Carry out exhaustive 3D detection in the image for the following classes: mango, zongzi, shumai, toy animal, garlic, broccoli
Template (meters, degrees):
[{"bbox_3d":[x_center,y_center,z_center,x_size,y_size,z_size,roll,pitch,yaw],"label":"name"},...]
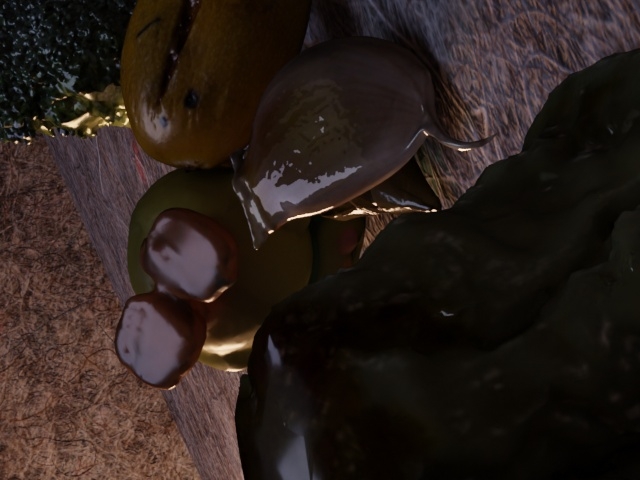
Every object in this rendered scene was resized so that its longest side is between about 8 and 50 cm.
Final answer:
[{"bbox_3d":[-0.099,-0.210,1.663,0.177,0.120,0.295,15,90,33],"label":"mango"},{"bbox_3d":[0.043,-0.098,1.609,0.176,0.078,0.160,-2,109,65],"label":"zongzi"},{"bbox_3d":[0.125,0.103,0.944,0.324,0.323,0.398,27,123,52],"label":"shumai"},{"bbox_3d":[-0.086,0.008,1.743,0.191,0.338,0.216,31,116,22],"label":"toy animal"},{"bbox_3d":[0.041,-0.111,1.501,0.266,0.128,0.148,-25,84,43],"label":"garlic"},{"bbox_3d":[-0.203,-0.208,2.072,0.353,0.397,0.275,7,85,50],"label":"broccoli"}]

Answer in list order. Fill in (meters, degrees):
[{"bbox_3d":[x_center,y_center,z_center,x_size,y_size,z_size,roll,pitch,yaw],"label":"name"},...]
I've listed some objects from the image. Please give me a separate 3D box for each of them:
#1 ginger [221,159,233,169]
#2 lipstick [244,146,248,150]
[{"bbox_3d":[-0.051,0.032,2.051,0.133,0.107,0.309,-10,113,52],"label":"ginger"},{"bbox_3d":[-0.092,-0.116,2.110,0.264,0.059,0.059,166,83,-76],"label":"lipstick"}]
